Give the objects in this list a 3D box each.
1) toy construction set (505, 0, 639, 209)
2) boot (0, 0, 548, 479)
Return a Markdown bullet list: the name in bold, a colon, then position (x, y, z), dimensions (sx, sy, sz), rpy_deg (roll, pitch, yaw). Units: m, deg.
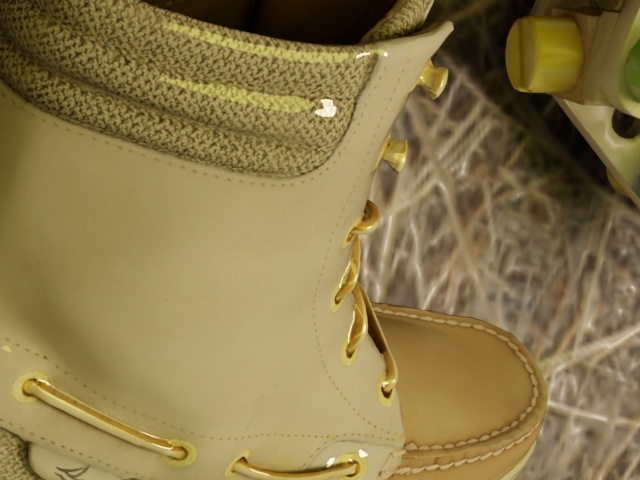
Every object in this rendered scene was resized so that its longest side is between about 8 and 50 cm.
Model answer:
- **toy construction set**: position (0.067, -0.142, 0.542), dimensions (0.328, 0.151, 0.215), rpy_deg (19, 98, -36)
- **boot**: position (0.000, 0.000, 0.468), dimensions (0.262, 0.095, 0.203), rpy_deg (5, 127, -33)
